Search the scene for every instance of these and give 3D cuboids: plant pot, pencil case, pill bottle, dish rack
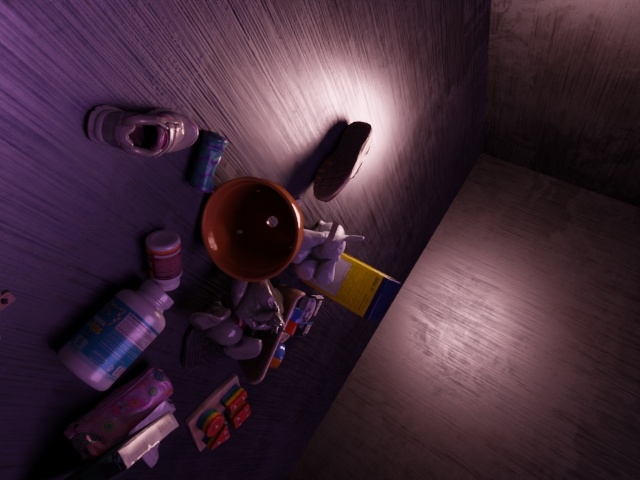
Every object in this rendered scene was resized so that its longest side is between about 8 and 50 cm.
[{"bbox_3d":[-0.170,-0.045,1.317,0.203,0.290,0.291,-33,145,-71],"label":"plant pot"},{"bbox_3d":[-0.289,-0.202,1.160,0.070,0.064,0.152,12,106,-37],"label":"pencil case"},{"bbox_3d":[-0.491,0.223,1.108,0.264,0.146,0.146,-50,151,-24],"label":"pill bottle"},{"bbox_3d":[-0.558,0.475,1.258,0.284,0.124,0.124,-36,144,-40],"label":"pencil case"},{"bbox_3d":[-0.405,0.055,1.170,0.086,0.086,0.152,-34,142,-44],"label":"pill bottle"},{"bbox_3d":[-0.351,0.341,1.557,0.271,0.074,0.208,-23,134,-52],"label":"dish rack"}]

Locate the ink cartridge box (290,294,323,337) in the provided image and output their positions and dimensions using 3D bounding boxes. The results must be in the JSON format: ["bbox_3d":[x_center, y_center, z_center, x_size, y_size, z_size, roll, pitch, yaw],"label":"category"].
[{"bbox_3d":[-0.059,0.358,2.135,0.208,0.045,0.206,14,102,-65],"label":"ink cartridge box"}]

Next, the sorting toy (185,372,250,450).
[{"bbox_3d":[-0.396,0.712,1.809,0.255,0.089,0.257,-42,148,-35],"label":"sorting toy"}]

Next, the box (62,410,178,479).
[{"bbox_3d":[-0.566,0.593,1.193,0.322,0.059,0.232,-35,175,12],"label":"box"}]

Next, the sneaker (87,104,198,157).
[{"bbox_3d":[-0.355,-0.224,0.966,0.252,0.111,0.103,-21,132,-54],"label":"sneaker"}]

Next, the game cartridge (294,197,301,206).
[{"bbox_3d":[-0.103,-0.124,1.630,0.083,0.017,0.056,-20,128,-54],"label":"game cartridge"}]

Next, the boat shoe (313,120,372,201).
[{"bbox_3d":[0.102,-0.285,1.718,0.355,0.132,0.130,-56,153,-10],"label":"boat shoe"}]

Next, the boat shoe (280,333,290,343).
[{"bbox_3d":[-0.199,0.387,1.840,0.285,0.104,0.089,-54,155,-16],"label":"boat shoe"}]

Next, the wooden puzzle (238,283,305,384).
[{"bbox_3d":[-0.169,0.334,1.642,0.348,0.080,0.322,-62,-164,-8],"label":"wooden puzzle"}]

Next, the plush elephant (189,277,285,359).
[{"bbox_3d":[-0.257,0.226,1.421,0.255,0.330,0.272,-26,124,-1],"label":"plush elephant"}]

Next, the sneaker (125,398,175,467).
[{"bbox_3d":[-0.529,0.599,1.441,0.169,0.108,0.293,-38,144,-35],"label":"sneaker"}]

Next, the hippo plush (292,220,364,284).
[{"bbox_3d":[0.000,0.000,1.785,0.294,0.234,0.237,-57,-171,24],"label":"hippo plush"}]

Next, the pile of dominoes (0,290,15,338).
[{"bbox_3d":[-0.695,0.152,0.791,0.196,0.040,0.251,-57,154,-10],"label":"pile of dominoes"}]

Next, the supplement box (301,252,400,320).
[{"bbox_3d":[0.132,0.179,1.954,0.194,0.356,0.195,-63,154,2],"label":"supplement box"}]
